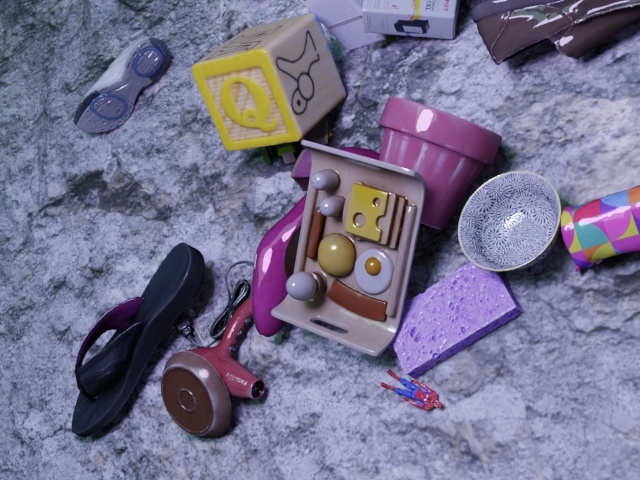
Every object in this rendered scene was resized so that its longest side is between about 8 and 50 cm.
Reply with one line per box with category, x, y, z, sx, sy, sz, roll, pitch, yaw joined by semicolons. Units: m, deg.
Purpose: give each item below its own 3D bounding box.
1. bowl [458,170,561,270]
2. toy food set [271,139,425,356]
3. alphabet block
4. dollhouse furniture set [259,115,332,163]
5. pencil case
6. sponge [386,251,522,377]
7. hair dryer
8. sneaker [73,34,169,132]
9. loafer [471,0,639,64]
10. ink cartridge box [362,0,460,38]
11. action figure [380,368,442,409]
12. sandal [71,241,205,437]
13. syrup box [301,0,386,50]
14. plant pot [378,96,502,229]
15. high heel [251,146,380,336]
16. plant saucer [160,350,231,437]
bowl;0.309;-0.016;1.403;0.170;0.080;0.170;-19;55;29
toy food set;0.035;0.008;1.455;0.220;0.092;0.306;18;106;31
alphabet block;-0.096;-0.307;1.741;0.193;0.192;0.197;-6;28;36
dollhouse furniture set;-0.047;-0.198;1.805;0.152;0.058;0.076;-12;50;9
pencil case;0.465;-0.031;1.290;0.236;0.104;0.104;-19;56;30
sponge;0.207;0.120;1.438;0.210;0.031;0.117;-35;50;17
hair dryer;-0.177;0.180;1.655;0.223;0.080;0.293;-39;49;14
sneaker;-0.489;-0.382;2.196;0.297;0.111;0.129;-43;33;4
loafer;0.438;-0.370;1.495;0.366;0.134;0.130;-5;100;33
ink cartridge box;0.176;-0.460;1.701;0.175;0.072;0.127;6;68;10
action figure;0.147;0.240;1.421;0.115;0.030;0.038;21;75;39
sandal;-0.391;0.183;1.763;0.445;0.107;0.167;-56;32;8
syrup box;0.035;-0.485;1.756;0.096;0.237;0.093;-10;60;32
plant pot;0.177;-0.124;1.499;0.201;0.201;0.180;27;98;42
high heel;0.000;0.000;1.602;0.181;0.127;0.377;7;75;31
plant saucer;-0.231;0.282;1.608;0.168;0.029;0.168;13;112;35
